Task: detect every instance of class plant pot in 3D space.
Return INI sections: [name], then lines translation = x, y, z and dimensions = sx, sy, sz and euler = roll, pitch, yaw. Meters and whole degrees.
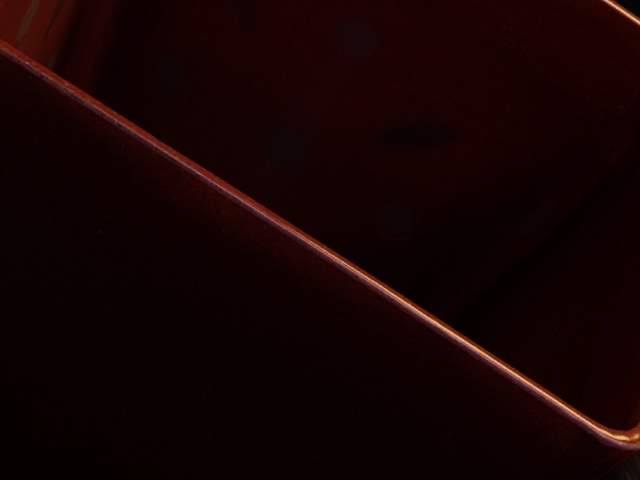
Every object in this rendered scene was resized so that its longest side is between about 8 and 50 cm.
[plant pot]
translation = -0.031, 0.002, 0.761
dimensions = 0.267, 0.236, 0.267
euler = 33, 36, -6

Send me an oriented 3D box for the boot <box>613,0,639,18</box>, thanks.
[boot]
translation = 0.343, -0.140, 1.288
dimensions = 0.260, 0.131, 0.348
euler = -19, 72, -27
